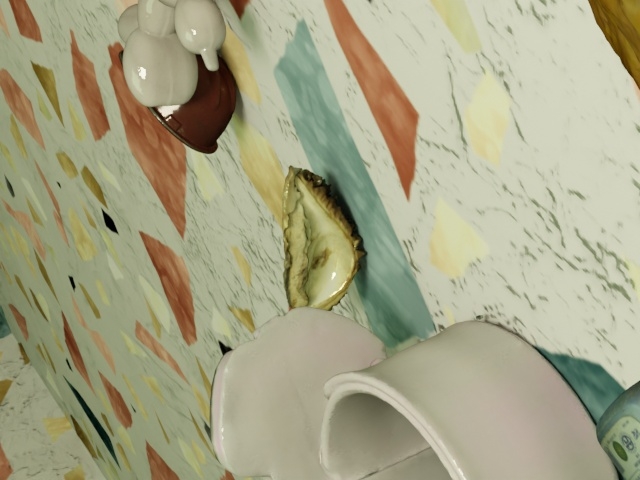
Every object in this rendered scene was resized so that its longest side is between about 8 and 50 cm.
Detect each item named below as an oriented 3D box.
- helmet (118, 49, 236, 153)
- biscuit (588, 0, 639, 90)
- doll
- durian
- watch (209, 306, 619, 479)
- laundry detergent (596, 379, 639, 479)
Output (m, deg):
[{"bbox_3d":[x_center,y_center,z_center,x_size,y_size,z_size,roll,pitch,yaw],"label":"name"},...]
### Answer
[{"bbox_3d":[-0.104,-0.128,1.202,0.111,0.057,0.089,53,-157,17],"label":"helmet"},{"bbox_3d":[0.076,-0.171,0.468,0.296,0.075,0.295,-22,-90,-81],"label":"biscuit"},{"bbox_3d":[-0.111,-0.175,1.113,0.161,0.059,0.160,35,127,53],"label":"doll"},{"bbox_3d":[-0.008,-0.003,1.114,0.052,0.066,0.130,38,139,51],"label":"durian"},{"bbox_3d":[0.059,0.150,0.968,0.231,0.196,0.244,-13,99,64],"label":"watch"},{"bbox_3d":[0.217,0.158,0.740,0.206,0.061,0.096,57,158,18],"label":"laundry detergent"}]
